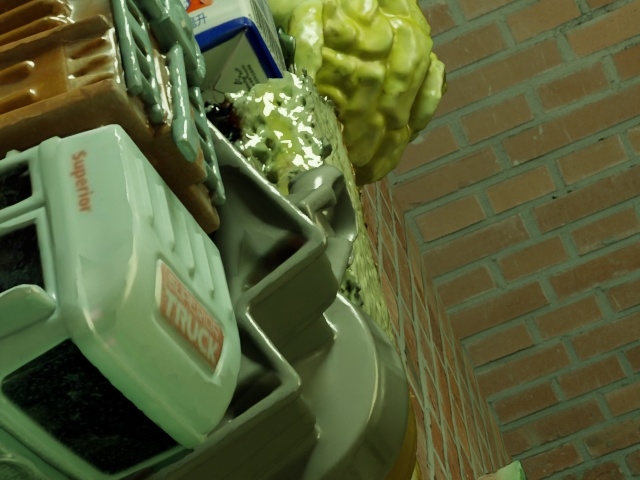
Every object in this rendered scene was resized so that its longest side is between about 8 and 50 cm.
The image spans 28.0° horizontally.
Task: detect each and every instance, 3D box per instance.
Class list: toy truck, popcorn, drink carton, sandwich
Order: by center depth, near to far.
[{"bbox_3d":[-0.124,-0.039,0.543,0.136,0.162,0.305,56,15,-53],"label":"toy truck"},{"bbox_3d":[-0.021,0.035,0.983,0.262,0.131,0.325,-86,162,-68],"label":"sandwich"},{"bbox_3d":[-0.121,-0.225,1.116,0.106,0.130,0.315,59,13,-48],"label":"drink carton"},{"bbox_3d":[-0.004,-0.184,1.298,0.293,0.237,0.293,26,-60,59],"label":"popcorn"}]

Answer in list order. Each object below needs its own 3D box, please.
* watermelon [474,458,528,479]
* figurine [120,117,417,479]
[{"bbox_3d":[0.102,0.317,1.112,0.260,0.176,0.256,-90,-165,-71],"label":"watermelon"},{"bbox_3d":[-0.034,0.098,0.688,0.343,0.167,0.285,-60,152,-17],"label":"figurine"}]
